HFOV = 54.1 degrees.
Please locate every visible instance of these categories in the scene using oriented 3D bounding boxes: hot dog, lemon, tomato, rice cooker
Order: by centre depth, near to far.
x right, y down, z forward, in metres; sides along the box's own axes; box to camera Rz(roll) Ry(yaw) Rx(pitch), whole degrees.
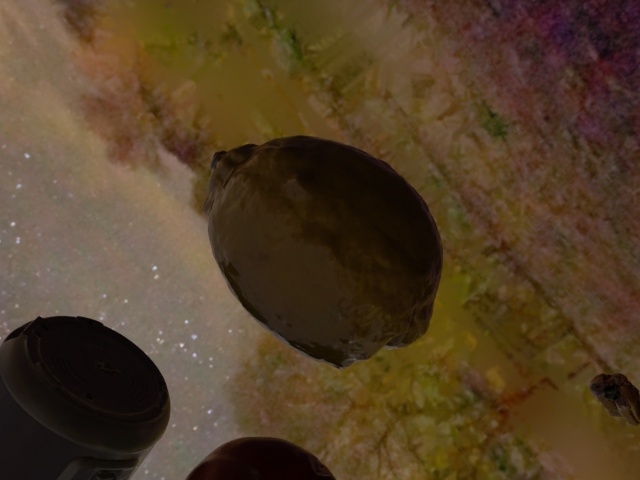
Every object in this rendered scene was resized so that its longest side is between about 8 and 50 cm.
[{"bbox_3d":[0.006,0.004,0.814,0.285,0.285,0.317,48,-157,-75],"label":"lemon"},{"bbox_3d":[-0.096,0.455,0.944,0.298,0.226,0.299,22,-154,-11],"label":"tomato"},{"bbox_3d":[0.492,0.258,1.031,0.072,0.055,0.188,27,170,41],"label":"hot dog"},{"bbox_3d":[-0.462,0.336,1.088,0.335,0.325,0.335,36,-169,-8],"label":"rice cooker"}]
